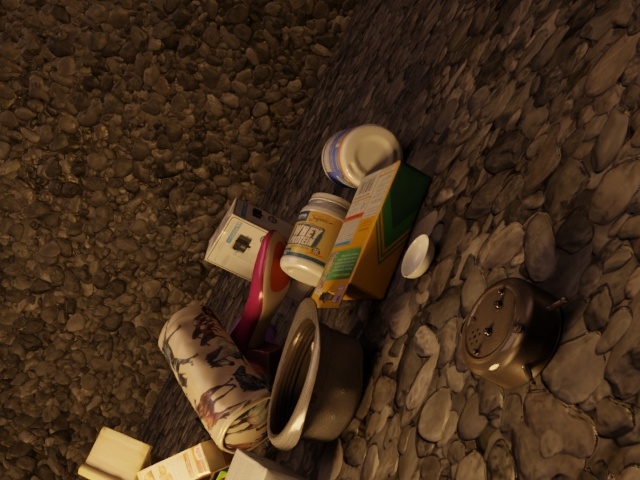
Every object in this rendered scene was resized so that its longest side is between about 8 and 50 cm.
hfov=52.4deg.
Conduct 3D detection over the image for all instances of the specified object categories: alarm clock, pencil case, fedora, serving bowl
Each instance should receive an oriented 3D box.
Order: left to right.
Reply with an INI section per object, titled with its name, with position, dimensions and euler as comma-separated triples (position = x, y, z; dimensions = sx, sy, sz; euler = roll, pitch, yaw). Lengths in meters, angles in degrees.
[pencil case]
position = -0.233, 0.305, 1.506
dimensions = 0.410, 0.183, 0.160
euler = 41, 131, 46
[fedora]
position = 0.000, 0.252, 1.180
dimensions = 0.244, 0.124, 0.275
euler = 163, 123, -73
[serving bowl]
position = 0.177, 0.032, 1.147
dimensions = 0.083, 0.027, 0.083
euler = -56, 17, 27
[alarm clock]
position = 0.220, 0.110, 0.809
dimensions = 0.129, 0.064, 0.192
euler = -66, 12, -9

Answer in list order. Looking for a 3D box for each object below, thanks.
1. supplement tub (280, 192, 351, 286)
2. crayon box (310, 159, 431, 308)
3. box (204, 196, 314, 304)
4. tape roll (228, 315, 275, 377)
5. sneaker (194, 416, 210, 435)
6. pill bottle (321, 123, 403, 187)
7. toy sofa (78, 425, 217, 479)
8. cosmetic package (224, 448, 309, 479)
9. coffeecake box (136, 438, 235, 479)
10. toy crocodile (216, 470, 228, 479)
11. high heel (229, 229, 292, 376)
[supplement tub]
position = 0.000, 0.000, 1.575
dimensions = 0.144, 0.144, 0.199
euler = -26, 40, 67
[crayon box]
position = 0.097, 0.009, 1.352
dimensions = 0.323, 0.083, 0.203
euler = -66, 15, -12
[box]
position = -0.131, 0.030, 1.692
dimensions = 0.169, 0.290, 0.087
euler = -53, 19, 27
[tape roll]
position = -0.234, 0.353, 1.882
dimensions = 0.275, 0.090, 0.275
euler = -57, 15, 25
[sneaker]
position = -0.226, 0.454, 1.678
dimensions = 0.146, 0.122, 0.330
euler = -50, 8, -23
[pill bottle]
position = 0.089, -0.203, 1.608
dimensions = 0.152, 0.152, 0.272
euler = -64, 14, -2
[toy sofa]
position = -0.420, 0.595, 1.593
dimensions = 0.177, 0.150, 0.362
euler = -67, -28, -19
[cosmetic package]
position = -0.091, 0.448, 1.178
dimensions = 0.231, 0.117, 0.085
euler = -24, 43, 66
[coffeecake box]
position = -0.285, 0.499, 1.443
dimensions = 0.185, 0.142, 0.068
euler = -29, 73, 20
[toy crocodile]
position = -0.199, 0.538, 1.310
dimensions = 0.115, 0.105, 0.340
euler = -64, -8, 1
[high heel]
position = -0.178, 0.152, 1.640
dimensions = 0.181, 0.127, 0.377
euler = 10, 97, 33
